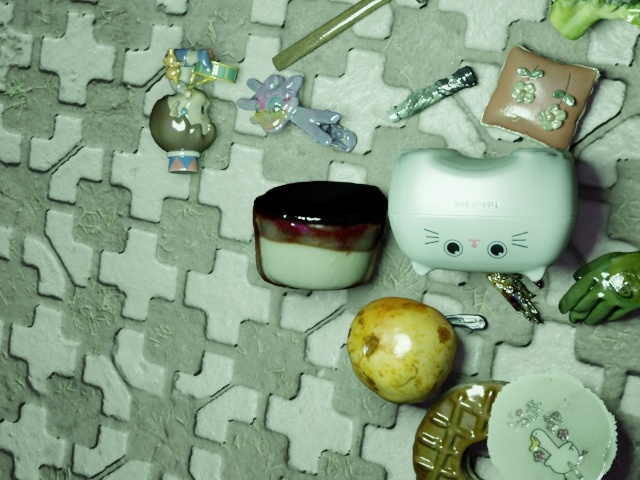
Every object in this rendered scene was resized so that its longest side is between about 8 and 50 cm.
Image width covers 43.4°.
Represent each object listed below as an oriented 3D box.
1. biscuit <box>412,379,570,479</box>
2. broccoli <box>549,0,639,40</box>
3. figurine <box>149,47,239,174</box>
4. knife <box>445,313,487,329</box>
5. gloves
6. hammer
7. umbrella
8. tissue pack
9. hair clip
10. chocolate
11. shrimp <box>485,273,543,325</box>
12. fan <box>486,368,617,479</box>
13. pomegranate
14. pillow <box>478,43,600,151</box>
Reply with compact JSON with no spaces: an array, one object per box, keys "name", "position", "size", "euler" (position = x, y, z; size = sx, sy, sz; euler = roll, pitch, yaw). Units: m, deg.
[{"name":"biscuit","position":[0.339,0.430,1.569],"size":[0.332,0.103,0.332],"euler":[2,95,20]},{"name":"broccoli","position":[0.478,-0.482,1.350],"size":[0.272,0.324,0.334],"euler":[-26,42,40]},{"name":"figurine","position":[-0.279,-0.276,1.714],"size":[0.158,0.161,0.275],"euler":[16,105,-3]},{"name":"knife","position":[0.275,0.164,1.617],"size":[0.121,0.018,0.031],"euler":[-2,92,22]},{"name":"gloves","position":[0.561,0.074,1.467],"size":[0.268,0.107,0.135],"euler":[-32,52,21]},{"name":"hammer","position":[0.052,-0.454,1.638],"size":[0.365,0.043,0.111],"euler":[-28,85,21]},{"name":"umbrella","position":[0.216,-0.289,1.587],"size":[0.188,0.050,0.046],"euler":[-24,64,20]},{"name":"tissue pack","position":[0.299,-0.055,1.478],"size":[0.333,0.229,0.235],"euler":[3,98,20]},{"name":"hair clip","position":[-0.052,-0.270,1.664],"size":[0.278,0.090,0.137],"euler":[27,94,16]},{"name":"chocolate","position":[0.000,0.000,1.593],"size":[0.284,0.283,0.186],"euler":[4,111,19]},{"name":"shrimp","position":[0.391,0.089,1.560],"size":[0.091,0.034,0.161],"euler":[-39,80,17]},{"name":"fan","position":[0.473,0.428,1.464],"size":[0.233,0.012,0.414],"euler":[-38,79,5]},{"name":"pomegranate","position":[0.165,0.210,1.566],"size":[0.215,0.215,0.215],"euler":[2,95,20]},{"name":"pillow","position":[0.408,-0.266,1.505],"size":[0.179,0.075,0.171],"euler":[24,102,18]}]
